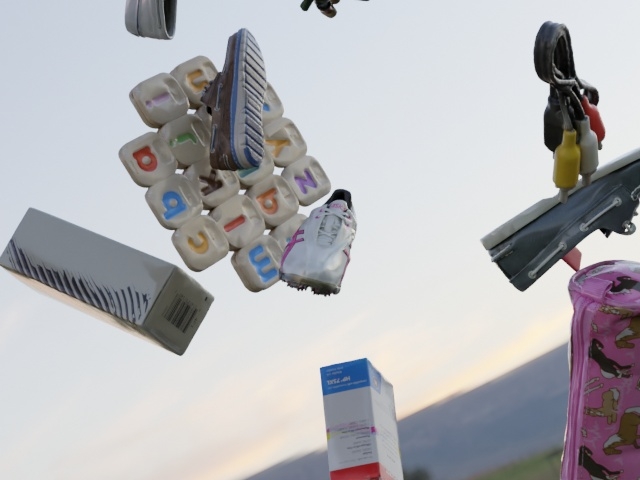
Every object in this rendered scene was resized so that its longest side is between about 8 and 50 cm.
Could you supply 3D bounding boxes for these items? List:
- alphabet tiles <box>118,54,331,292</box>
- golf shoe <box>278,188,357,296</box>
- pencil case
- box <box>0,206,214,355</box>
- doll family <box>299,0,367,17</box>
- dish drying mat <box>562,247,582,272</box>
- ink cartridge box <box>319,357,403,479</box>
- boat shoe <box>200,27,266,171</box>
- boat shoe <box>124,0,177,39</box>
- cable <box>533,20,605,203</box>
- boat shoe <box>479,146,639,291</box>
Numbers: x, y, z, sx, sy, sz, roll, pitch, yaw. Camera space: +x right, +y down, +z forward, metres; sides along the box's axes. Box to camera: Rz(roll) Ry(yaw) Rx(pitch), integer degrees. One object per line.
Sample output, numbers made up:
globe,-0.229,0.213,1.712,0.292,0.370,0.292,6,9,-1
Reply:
alphabet tiles,-0.110,-0.081,1.862,0.021,0.284,0.278,-29,4,43
golf shoe,0.000,0.000,1.599,0.068,0.086,0.186,14,18,2
pencil case,0.399,0.214,2.092,0.160,0.386,0.167,8,23,16
box,-0.282,0.052,2.041,0.094,0.275,0.113,-62,-36,-13
doll family,0.045,-0.335,1.754,0.193,0.076,0.111,-66,-20,-6
dish drying mat,0.343,0.018,2.156,0.008,0.032,0.083,1,-18,30
ink cartridge box,0.064,0.302,2.255,0.078,0.231,0.134,-13,-27,15
boat shoe,-0.106,-0.167,1.830,0.066,0.183,0.066,-11,-30,22
boat shoe,-0.245,-0.444,2.460,0.084,0.258,0.095,15,22,17
cable,0.312,-0.176,1.888,0.139,0.072,0.287,-56,-24,-25
boat shoe,0.371,-0.042,2.069,0.319,0.099,0.116,-29,-3,5
